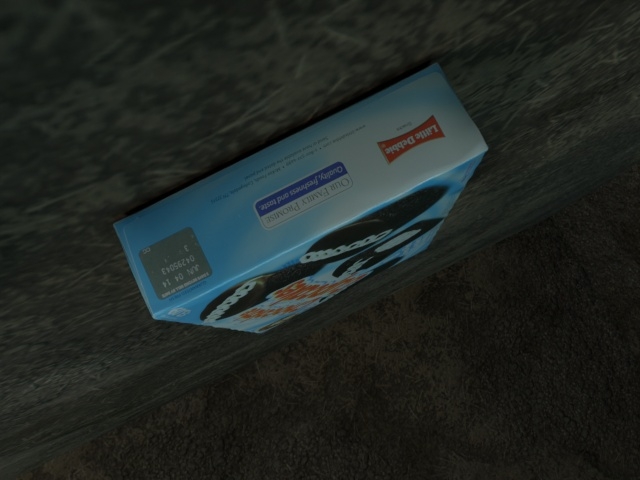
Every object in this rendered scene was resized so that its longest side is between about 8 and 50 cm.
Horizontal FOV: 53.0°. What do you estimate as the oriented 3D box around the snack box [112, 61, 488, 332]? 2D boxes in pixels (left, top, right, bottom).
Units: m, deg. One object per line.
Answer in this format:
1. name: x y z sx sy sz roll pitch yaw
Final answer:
1. snack box: 0.000 0.000 0.473 0.187 0.060 0.322 -27 170 0
